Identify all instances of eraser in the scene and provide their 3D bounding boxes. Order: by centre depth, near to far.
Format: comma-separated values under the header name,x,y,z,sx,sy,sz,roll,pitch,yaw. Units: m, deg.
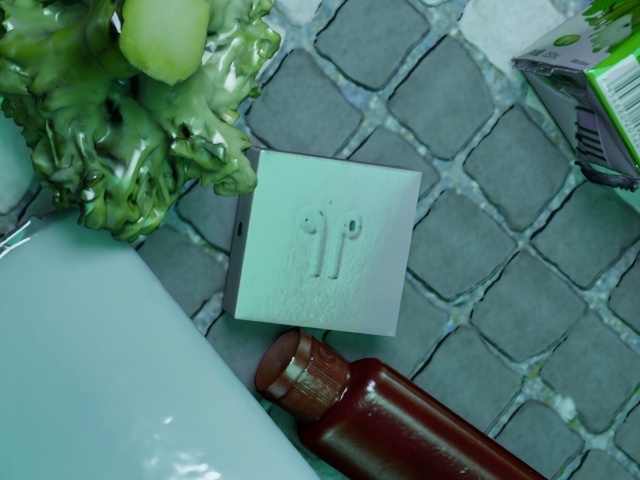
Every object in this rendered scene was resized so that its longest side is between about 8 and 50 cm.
name,x,y,z,sx,sy,sz,roll,pitch,yaw
eraser,-0.150,0.129,1.352,0.189,0.104,0.290,-34,71,-19

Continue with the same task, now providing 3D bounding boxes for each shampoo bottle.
name,x,y,z,sx,sy,sz,roll,pitch,yaw
shampoo bottle,0.065,0.163,1.509,0.260,0.064,0.102,36,125,-19

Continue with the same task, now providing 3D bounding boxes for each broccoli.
name,x,y,z,sx,sy,sz,roll,pitch,yaw
broccoli,-0.122,-0.156,1.317,0.248,0.245,0.288,-40,111,-17

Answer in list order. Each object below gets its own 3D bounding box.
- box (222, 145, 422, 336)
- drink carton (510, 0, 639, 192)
name,x,y,z,sx,sy,sz,roll,pitch,yaw
box,0.000,0.000,1.479,0.130,0.051,0.129,7,97,-18
drink carton,0.295,-0.162,1.489,0.271,0.161,0.108,-34,107,-7
